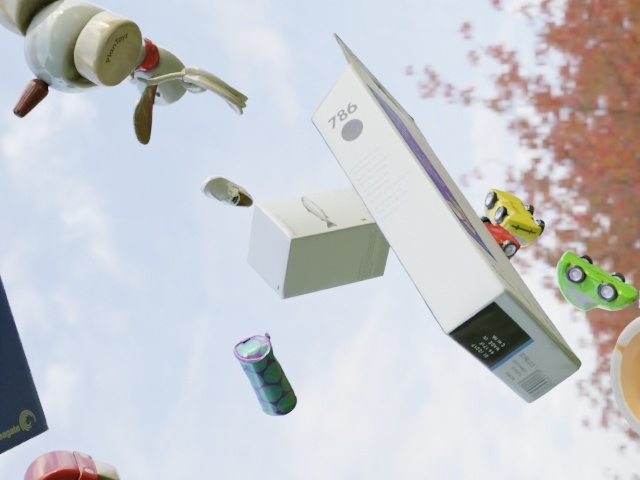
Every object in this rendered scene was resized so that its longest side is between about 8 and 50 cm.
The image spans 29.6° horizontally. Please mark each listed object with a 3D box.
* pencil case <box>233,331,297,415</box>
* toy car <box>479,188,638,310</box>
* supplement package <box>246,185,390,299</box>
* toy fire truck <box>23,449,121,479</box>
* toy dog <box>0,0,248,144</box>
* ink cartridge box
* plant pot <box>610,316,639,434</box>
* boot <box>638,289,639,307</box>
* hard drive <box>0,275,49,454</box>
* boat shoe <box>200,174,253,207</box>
[{"bbox_3d":[-0.088,0.220,1.978,0.070,0.064,0.151,-120,7,-51],"label":"pencil case"},{"bbox_3d":[0.260,0.027,1.416,0.053,0.225,0.239,-65,-15,22],"label":"toy car"},{"bbox_3d":[0.000,0.000,1.735,0.179,0.105,0.105,-12,-51,-32],"label":"supplement package"},{"bbox_3d":[-0.443,0.404,1.808,0.246,0.158,0.217,24,-84,-22],"label":"toy fire truck"},{"bbox_3d":[-0.267,-0.192,1.464,0.334,0.220,0.161,29,-86,-50],"label":"toy dog"},{"bbox_3d":[0.091,-0.025,1.036,0.165,0.065,0.332,39,-162,-47],"label":"ink cartridge box"},{"bbox_3d":[0.401,0.131,1.205,0.188,0.205,0.205,-2,-88,-34],"label":"plant pot"},{"bbox_3d":[0.362,-0.023,0.834,0.118,0.338,0.222,-31,-65,-36],"label":"boot"},{"bbox_3d":[-0.406,0.082,1.267,0.210,0.040,0.318,-23,-83,-63],"label":"hard drive"},{"bbox_3d":[-0.130,-0.065,1.724,0.035,0.035,0.100,-57,-32,7],"label":"boat shoe"}]
